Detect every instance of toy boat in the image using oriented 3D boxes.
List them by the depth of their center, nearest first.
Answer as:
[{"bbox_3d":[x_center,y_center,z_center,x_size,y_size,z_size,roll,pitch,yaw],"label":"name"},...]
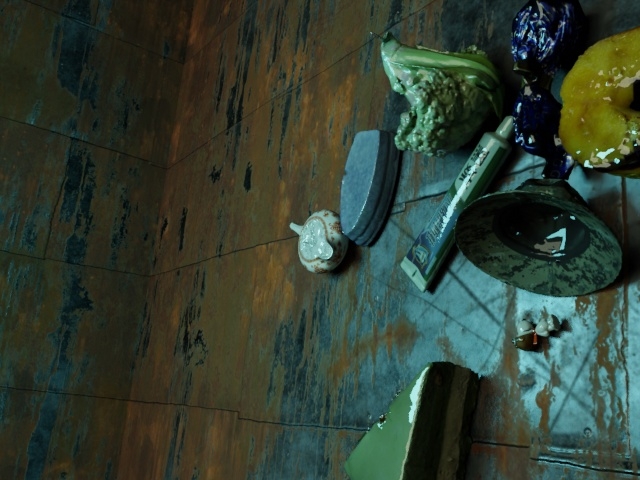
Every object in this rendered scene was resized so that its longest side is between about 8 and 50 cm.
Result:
[{"bbox_3d":[0.114,-0.127,1.516,0.127,0.078,0.282,5,81,53],"label":"toy boat"}]

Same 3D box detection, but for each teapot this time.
[{"bbox_3d":[0.000,0.000,1.604,0.245,0.116,0.159,21,107,54],"label":"teapot"}]

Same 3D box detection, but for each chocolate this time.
[{"bbox_3d":[0.384,-0.258,1.109,0.126,0.148,0.343,-16,62,53],"label":"chocolate"}]

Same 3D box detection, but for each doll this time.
[{"bbox_3d":[0.361,0.156,1.073,0.085,0.040,0.058,-16,54,53],"label":"doll"}]

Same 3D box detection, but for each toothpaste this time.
[{"bbox_3d":[0.274,-0.074,1.270,0.392,0.061,0.098,-61,38,23],"label":"toothpaste"}]

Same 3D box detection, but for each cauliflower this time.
[{"bbox_3d":[0.218,-0.305,1.270,0.315,0.239,0.256,42,84,12],"label":"cauliflower"}]

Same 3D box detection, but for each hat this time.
[{"bbox_3d":[0.359,-0.028,1.036,0.265,0.265,0.128,-22,29,51],"label":"hat"}]

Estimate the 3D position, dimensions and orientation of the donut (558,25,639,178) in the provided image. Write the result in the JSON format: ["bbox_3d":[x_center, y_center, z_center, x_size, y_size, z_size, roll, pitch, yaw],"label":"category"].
[{"bbox_3d":[0.478,-0.203,0.942,0.254,0.118,0.253,-15,66,37],"label":"donut"}]

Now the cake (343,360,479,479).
[{"bbox_3d":[0.198,0.370,1.129,0.283,0.158,0.172,-58,37,19],"label":"cake"}]
